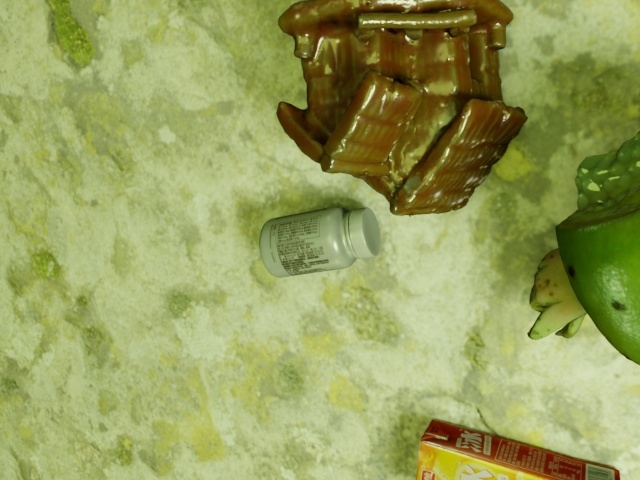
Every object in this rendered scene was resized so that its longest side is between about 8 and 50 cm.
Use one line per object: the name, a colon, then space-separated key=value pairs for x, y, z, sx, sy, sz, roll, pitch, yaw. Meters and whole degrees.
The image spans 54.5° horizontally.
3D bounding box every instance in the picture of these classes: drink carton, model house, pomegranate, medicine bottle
drink carton: x=0.227 y=0.295 z=0.734 sx=0.223 sy=0.071 sz=0.096 roll=10 pitch=104 yaw=22
model house: x=0.090 y=-0.139 z=0.665 sx=0.220 sy=0.199 sz=0.229 roll=-7 pitch=91 yaw=37
pomegranate: x=0.325 y=0.014 z=0.560 sx=0.260 sy=0.260 sz=0.341 roll=56 pitch=144 yaw=7
medicine bottle: x=0.000 y=0.000 z=0.782 sx=0.140 sy=0.079 sz=0.079 roll=-10 pitch=94 yaw=24
